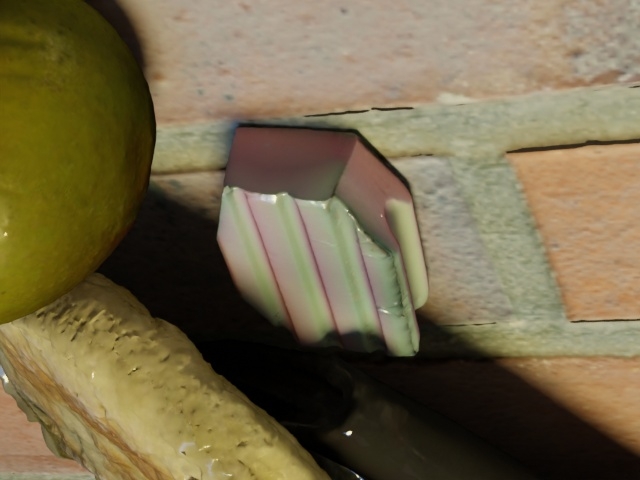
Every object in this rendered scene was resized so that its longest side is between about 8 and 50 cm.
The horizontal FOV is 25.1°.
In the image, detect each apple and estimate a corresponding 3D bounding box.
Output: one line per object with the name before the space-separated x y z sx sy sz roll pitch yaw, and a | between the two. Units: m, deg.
apple | -0.181 -0.044 0.693 0.196 0.157 0.196 8 136 8

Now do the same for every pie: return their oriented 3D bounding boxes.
pie | -0.096 0.122 0.850 0.337 0.075 0.337 40 156 22

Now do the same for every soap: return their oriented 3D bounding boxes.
soap | 0.000 0.000 0.778 0.100 0.056 0.149 3 144 16

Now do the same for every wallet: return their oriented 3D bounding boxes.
wallet | 0.109 0.185 0.937 0.406 0.062 0.228 34 164 -25
